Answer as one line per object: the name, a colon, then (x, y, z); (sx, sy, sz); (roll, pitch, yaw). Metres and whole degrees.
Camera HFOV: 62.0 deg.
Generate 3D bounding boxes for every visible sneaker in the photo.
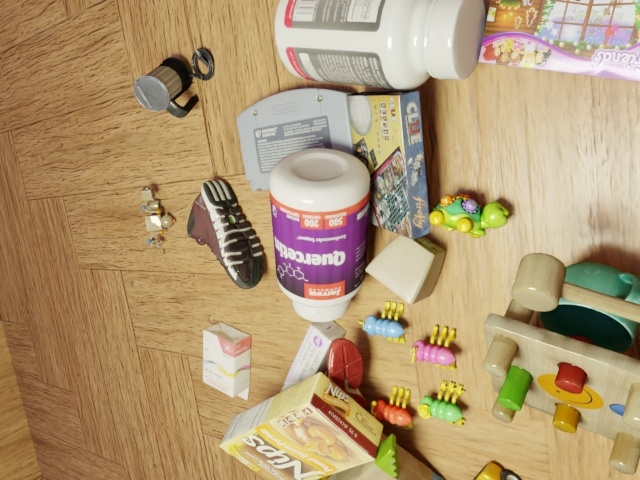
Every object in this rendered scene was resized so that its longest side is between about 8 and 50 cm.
sneaker: (0.028, 0.287, 1.139); (0.128, 0.087, 0.221); (27, 130, 53)
sneaker: (-0.241, 0.006, 1.296); (0.162, 0.106, 0.281); (-35, 70, 43)

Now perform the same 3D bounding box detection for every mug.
mug: (0.420, 0.094, 0.792); (0.157, 0.097, 0.129); (-3, 136, 51)

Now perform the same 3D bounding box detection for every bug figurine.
bug figurine: (0.177, 0.268, 1.061); (0.216, 0.072, 0.279); (1, 103, 37)

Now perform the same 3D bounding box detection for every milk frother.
milk frother: (-0.329, -0.372, 1.220); (0.129, 0.135, 0.143); (30, 127, -9)

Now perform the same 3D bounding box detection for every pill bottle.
pill bottle: (0.000, 0.000, 1.022); (0.181, 0.181, 0.323); (24, 134, 30)
pill bottle: (0.096, -0.345, 0.881); (0.318, 0.176, 0.176); (17, 113, 33)

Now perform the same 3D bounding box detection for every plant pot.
plant pot: (0.168, 0.041, 0.988); (0.109, 0.109, 0.096); (37, 111, 23)

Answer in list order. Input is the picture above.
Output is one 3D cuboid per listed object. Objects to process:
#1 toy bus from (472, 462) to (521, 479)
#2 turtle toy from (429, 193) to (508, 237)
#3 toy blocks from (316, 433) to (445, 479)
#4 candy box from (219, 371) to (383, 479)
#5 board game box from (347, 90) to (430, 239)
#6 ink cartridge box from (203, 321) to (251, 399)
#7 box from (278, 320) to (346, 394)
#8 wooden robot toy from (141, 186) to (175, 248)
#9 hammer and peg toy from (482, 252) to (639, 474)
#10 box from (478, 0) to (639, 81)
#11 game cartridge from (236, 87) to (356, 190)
toy bus: (0.398, 0.564, 0.941); (0.332, 0.130, 0.108); (38, 122, 23)
turtle toy: (0.254, -0.043, 0.912); (0.130, 0.095, 0.066); (17, 92, 31)
toy blocks: (0.131, 0.587, 1.111); (0.261, 0.191, 0.381); (37, 112, -4)
candy box: (-0.047, 0.409, 1.112); (0.183, 0.087, 0.316); (44, 127, -12)
board game box: (0.120, -0.138, 0.946); (0.165, 0.042, 0.243); (27, 130, 59)
ink cartridge box: (-0.248, 0.330, 1.403); (0.115, 0.067, 0.198); (16, 112, 32)
box: (-0.036, 0.320, 1.243); (0.063, 0.067, 0.324); (36, 123, 23)
wooden robot toy: (-0.432, -0.062, 1.448); (0.079, 0.076, 0.173); (-4, 102, 2)
hammer and peg toy: (0.365, 0.187, 0.752); (0.265, 0.127, 0.361); (17, 150, 32)
box: (0.387, -0.334, 0.739); (0.293, 0.057, 0.201); (19, 115, 32)
game cartridge: (-0.046, -0.210, 1.107); (0.297, 0.062, 0.198); (0, 99, 37)
